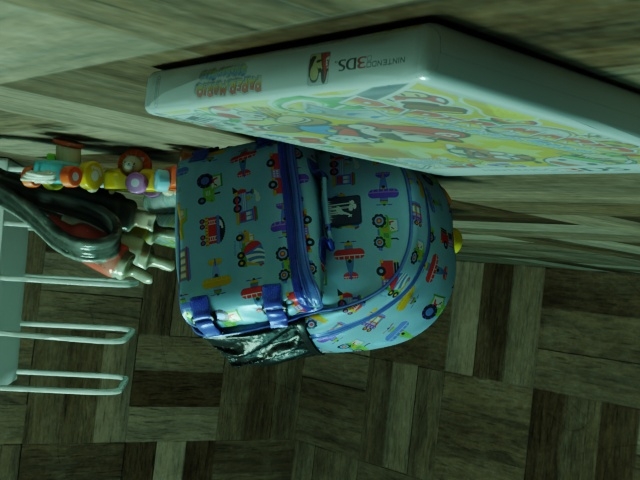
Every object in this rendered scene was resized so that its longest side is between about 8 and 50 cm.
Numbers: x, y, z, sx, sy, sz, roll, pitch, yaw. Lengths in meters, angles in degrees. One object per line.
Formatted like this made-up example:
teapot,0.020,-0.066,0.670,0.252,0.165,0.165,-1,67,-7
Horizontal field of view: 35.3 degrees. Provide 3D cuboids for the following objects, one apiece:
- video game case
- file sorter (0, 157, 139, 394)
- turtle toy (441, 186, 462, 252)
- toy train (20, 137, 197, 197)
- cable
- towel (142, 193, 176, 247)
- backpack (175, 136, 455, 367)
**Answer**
video game case,0.060,-0.060,0.510,0.227,0.026,0.206,8,177,-39
file sorter,-0.318,0.050,1.257,0.173,0.277,0.193,5,178,-6
turtle toy,0.059,-0.026,0.875,0.095,0.066,0.130,8,178,-40
toy train,-0.173,-0.065,0.870,0.166,0.046,0.125,4,178,-19
cable,-0.274,-0.024,0.929,0.287,0.072,0.139,15,-157,2
towel,-0.049,-0.012,1.293,0.321,0.090,0.374,6,178,-20
backpack,0.000,0.000,0.689,0.173,0.158,0.117,-8,156,16
